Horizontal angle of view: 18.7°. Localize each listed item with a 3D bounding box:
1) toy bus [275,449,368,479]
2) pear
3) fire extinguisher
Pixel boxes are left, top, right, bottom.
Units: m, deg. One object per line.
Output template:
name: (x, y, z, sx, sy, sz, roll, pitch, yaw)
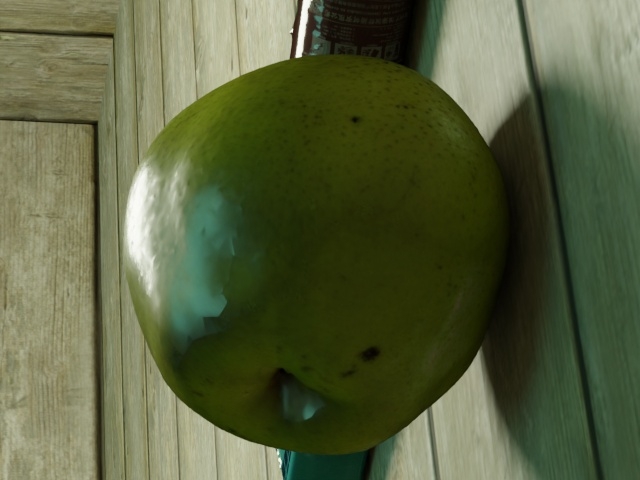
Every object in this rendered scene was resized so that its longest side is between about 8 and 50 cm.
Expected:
toy bus: (0.008, 0.152, 1.746, 0.092, 0.079, 0.160, -102, 18, -52)
pear: (0.000, 0.000, 1.383, 0.294, 0.294, 0.294, -178, 90, -78)
fire extinguisher: (0.004, -0.147, 1.679, 0.102, 0.138, 0.344, -102, 19, -58)
